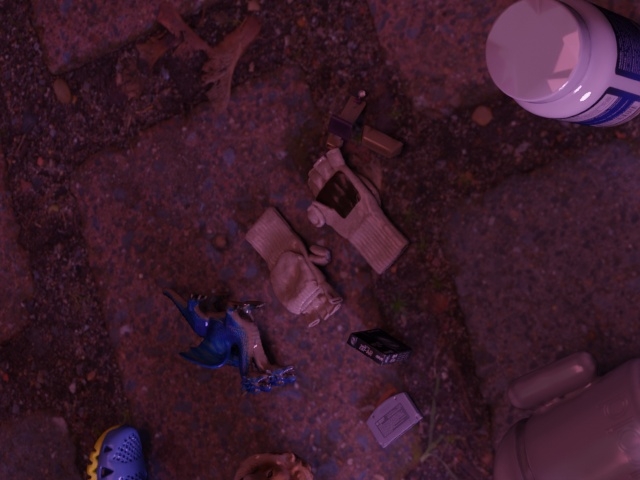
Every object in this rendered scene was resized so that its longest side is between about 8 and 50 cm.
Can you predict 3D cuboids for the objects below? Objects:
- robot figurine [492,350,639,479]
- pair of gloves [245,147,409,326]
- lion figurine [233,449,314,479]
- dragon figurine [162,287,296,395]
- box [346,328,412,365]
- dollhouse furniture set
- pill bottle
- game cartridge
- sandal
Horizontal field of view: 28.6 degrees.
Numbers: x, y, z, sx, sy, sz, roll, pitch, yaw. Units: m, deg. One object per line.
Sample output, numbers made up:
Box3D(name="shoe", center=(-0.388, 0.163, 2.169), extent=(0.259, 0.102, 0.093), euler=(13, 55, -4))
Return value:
Box3D(name="robot figurine", center=(0.366, 0.282, 1.602), extent=(0.353, 0.200, 0.300), euler=(-36, 85, 28))
Box3D(name="pair of gloves", center=(0.000, 0.000, 1.926), extent=(0.240, 0.042, 0.204), euler=(-41, 70, 27))
Box3D(name="lion figurine", center=(-0.083, 0.518, 1.948), extent=(0.240, 0.142, 0.392), euler=(-11, 99, 24))
Box3D(name="dragon figurine", center=(-0.167, 0.159, 2.007), extent=(0.289, 0.085, 0.144), euler=(11, 96, 31))
Box3D(name="box", center=(0.087, 0.156, 1.847), extent=(0.067, 0.083, 0.018), euler=(31, 108, 29))
Box3D(name="dollhouse furniture set", center=(0.078, -0.168, 1.895), extent=(0.114, 0.091, 0.081), euler=(27, 63, 7))
Box3D(name="pill bottle", center=(0.319, -0.227, 1.589), extent=(0.153, 0.264, 0.153), euler=(0, 90, 32))
Box3D(name="game cartridge", center=(0.109, 0.265, 1.875), extent=(0.083, 0.017, 0.056), euler=(-42, 73, 25))
Box3D(name="sandal", center=(-0.296, 0.459, 2.080), extent=(0.138, 0.126, 0.317), euler=(-7, 95, 29))
